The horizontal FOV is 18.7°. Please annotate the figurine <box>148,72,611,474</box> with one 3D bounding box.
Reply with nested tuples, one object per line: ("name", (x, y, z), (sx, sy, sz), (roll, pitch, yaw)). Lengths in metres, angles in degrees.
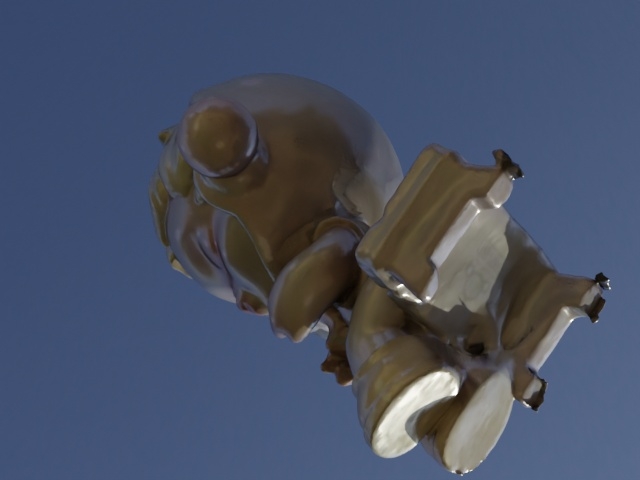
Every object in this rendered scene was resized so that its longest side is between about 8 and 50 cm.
("figurine", (0.002, -0.010, 0.931), (0.182, 0.256, 0.144), (15, -78, -46))
